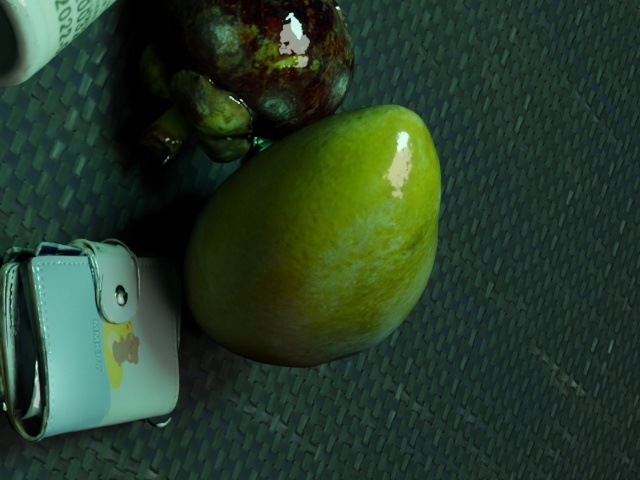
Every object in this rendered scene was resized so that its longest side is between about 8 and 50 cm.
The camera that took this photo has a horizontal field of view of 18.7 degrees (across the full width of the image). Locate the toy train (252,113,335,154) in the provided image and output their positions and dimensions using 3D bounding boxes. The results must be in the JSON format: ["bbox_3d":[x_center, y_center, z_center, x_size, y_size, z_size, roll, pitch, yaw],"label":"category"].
[{"bbox_3d":[-0.022,-0.084,1.903,0.122,0.050,0.081,-31,127,-48],"label":"toy train"}]

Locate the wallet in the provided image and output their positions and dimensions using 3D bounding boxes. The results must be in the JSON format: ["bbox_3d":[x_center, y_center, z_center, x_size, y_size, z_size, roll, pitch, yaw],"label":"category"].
[{"bbox_3d":[-0.199,0.083,1.677,0.231,0.069,0.170,2,85,-65],"label":"wallet"}]

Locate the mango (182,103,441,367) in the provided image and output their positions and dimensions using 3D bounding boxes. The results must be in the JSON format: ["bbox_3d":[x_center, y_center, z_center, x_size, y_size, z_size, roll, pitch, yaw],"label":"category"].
[{"bbox_3d":[0.000,0.000,1.716,0.221,0.384,0.199,-9,71,-26],"label":"mango"}]

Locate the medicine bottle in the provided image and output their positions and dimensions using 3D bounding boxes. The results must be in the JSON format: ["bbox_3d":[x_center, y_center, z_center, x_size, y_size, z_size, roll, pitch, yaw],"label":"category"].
[{"bbox_3d":[-0.205,-0.242,1.525,0.252,0.144,0.144,-49,135,-38],"label":"medicine bottle"}]

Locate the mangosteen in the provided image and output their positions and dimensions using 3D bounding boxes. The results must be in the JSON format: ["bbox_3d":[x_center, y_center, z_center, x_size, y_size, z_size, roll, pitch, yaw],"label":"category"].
[{"bbox_3d":[-0.079,-0.159,1.714,0.217,0.192,0.192,-40,138,0],"label":"mangosteen"}]
